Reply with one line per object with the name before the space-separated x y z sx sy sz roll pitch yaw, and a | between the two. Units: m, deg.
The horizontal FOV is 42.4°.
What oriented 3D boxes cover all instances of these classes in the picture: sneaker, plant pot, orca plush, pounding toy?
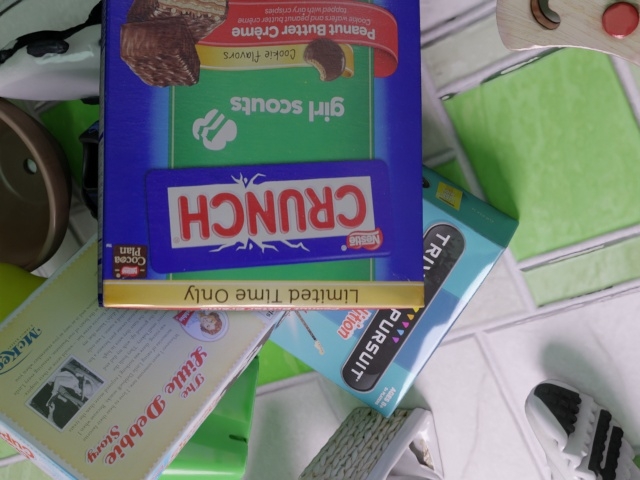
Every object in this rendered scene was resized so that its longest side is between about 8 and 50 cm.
sneaker | 0.294 0.282 0.882 0.118 0.110 0.292 -31 97 40
plant pot | -0.393 -0.079 1.022 0.238 0.110 0.237 9 115 19
sneaker | -0.238 -0.033 0.983 0.082 0.090 0.232 2 112 23
orca plush | -0.232 -0.228 0.894 0.287 0.151 0.102 -11 75 30
pounding toy | 0.229 -0.194 0.668 0.269 0.155 0.154 41 117 3

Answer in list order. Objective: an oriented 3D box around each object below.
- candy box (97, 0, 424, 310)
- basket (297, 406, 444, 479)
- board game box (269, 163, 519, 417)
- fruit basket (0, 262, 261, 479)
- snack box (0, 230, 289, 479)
candy box | -0.055 -0.096 0.720 0.268 0.122 0.316 1 87 -14
basket | 0.060 0.276 0.945 0.103 0.167 0.113 -1 111 31
board game box | 0.000 0.000 0.899 0.336 0.079 0.253 33 121 8
fruit basket | -0.276 0.178 0.934 0.392 0.282 0.392 4 145 3
snack box | -0.154 0.075 0.770 0.187 0.322 0.060 36 147 6
